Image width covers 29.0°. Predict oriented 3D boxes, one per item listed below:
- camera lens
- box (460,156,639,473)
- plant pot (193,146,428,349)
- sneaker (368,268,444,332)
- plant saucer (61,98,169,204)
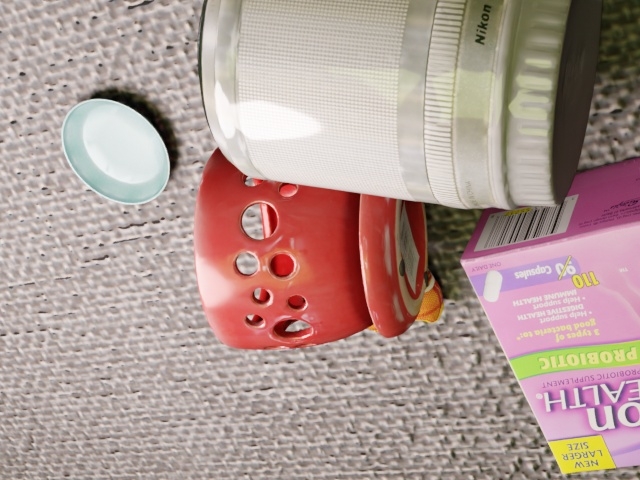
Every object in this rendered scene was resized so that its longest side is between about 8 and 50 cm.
[{"bbox_3d":[0.060,-0.141,0.942,0.274,0.219,0.219,9,126,18],"label":"camera lens"},{"bbox_3d":[0.272,0.063,1.058,0.213,0.117,0.243,-13,117,31],"label":"box"},{"bbox_3d":[0.000,0.000,1.098,0.174,0.191,0.191,-3,122,15],"label":"plant pot"},{"bbox_3d":[0.035,0.065,1.204,0.175,0.064,0.067,-2,132,29],"label":"sneaker"},{"bbox_3d":[-0.199,-0.091,1.224,0.119,0.021,0.119,12,128,16],"label":"plant saucer"}]
